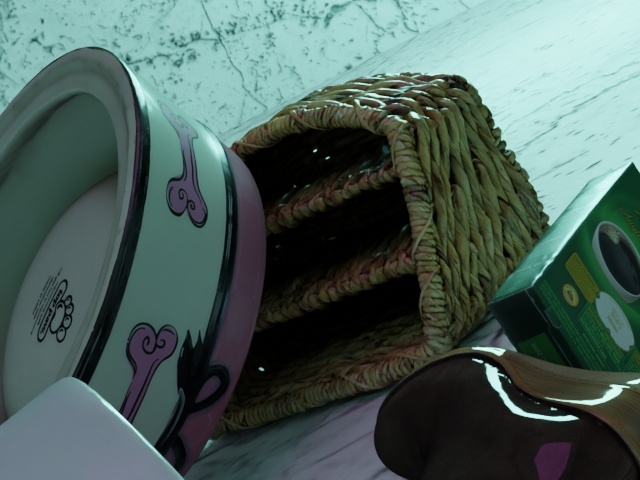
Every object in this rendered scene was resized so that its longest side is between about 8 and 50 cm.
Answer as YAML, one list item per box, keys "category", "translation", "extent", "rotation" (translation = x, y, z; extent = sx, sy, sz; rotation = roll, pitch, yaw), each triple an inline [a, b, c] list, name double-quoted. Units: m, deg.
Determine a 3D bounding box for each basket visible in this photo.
- category: "basket"
  translation: [0.000, 0.000, 1.588]
  extent: [0.299, 0.213, 0.223]
  rotation: [-21, 14, 42]

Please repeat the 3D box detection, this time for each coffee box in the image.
- category: "coffee box"
  translation: [0.182, 0.037, 1.224]
  extent: [0.040, 0.113, 0.184]
  rotation: [-25, 13, 38]

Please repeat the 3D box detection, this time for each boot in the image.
- category: "boot"
  translation: [0.069, 0.144, 1.092]
  extent: [0.207, 0.090, 0.248]
  rotation: [-36, 16, -38]

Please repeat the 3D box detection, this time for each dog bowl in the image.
- category: "dog bowl"
  translation: [-0.195, 0.057, 1.563]
  extent: [0.408, 0.150, 0.408]
  rotation: [-38, 40, 41]

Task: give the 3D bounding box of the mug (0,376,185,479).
- category: "mug"
  translation: [-0.105, 0.275, 0.620]
  extent: [0.328, 0.276, 0.374]
  rotation: [-38, 43, -13]

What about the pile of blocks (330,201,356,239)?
- category: "pile of blocks"
  translation: [-0.063, 0.013, 1.959]
  extent: [0.362, 0.113, 0.149]
  rotation: [-37, 13, -34]
